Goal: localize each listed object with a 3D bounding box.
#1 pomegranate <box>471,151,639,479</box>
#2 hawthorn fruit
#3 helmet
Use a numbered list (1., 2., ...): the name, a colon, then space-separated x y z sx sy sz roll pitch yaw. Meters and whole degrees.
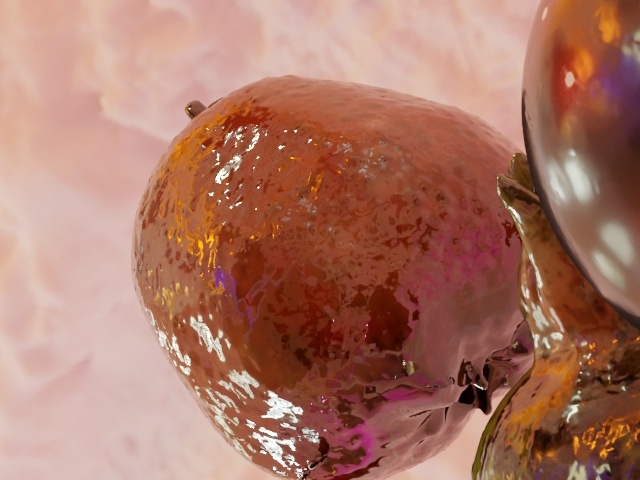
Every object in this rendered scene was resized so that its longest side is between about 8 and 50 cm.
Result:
1. pomegranate: 0.169 0.084 0.808 0.277 0.222 0.204 55 162 23
2. hawthorn fruit: 0.000 0.000 1.177 0.369 0.284 0.285 47 141 40
3. helmet: 0.172 -0.051 0.613 0.216 0.193 0.189 79 177 -45
